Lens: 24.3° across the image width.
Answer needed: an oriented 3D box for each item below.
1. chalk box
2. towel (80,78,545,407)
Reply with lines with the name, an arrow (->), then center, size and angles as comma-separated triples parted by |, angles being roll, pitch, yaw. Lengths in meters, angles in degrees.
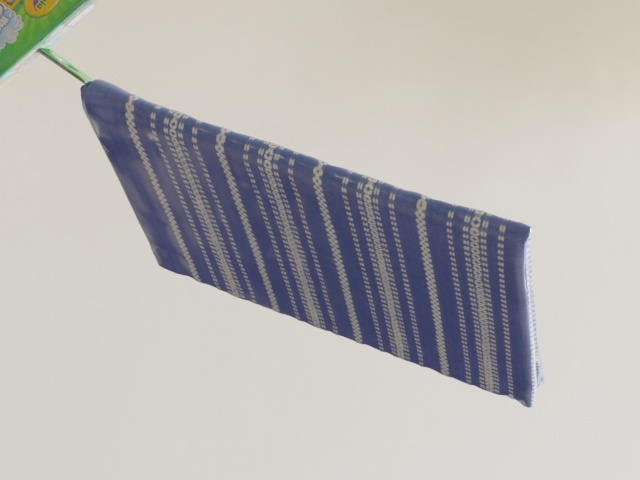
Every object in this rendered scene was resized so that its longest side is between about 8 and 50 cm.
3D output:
chalk box -> -0.271, -0.202, 1.230 | 0.213, 0.132, 0.132 | 50, 0, -8
towel -> 0.000, 0.000, 1.056 | 0.336, 0.040, 0.243 | 19, -25, 21
